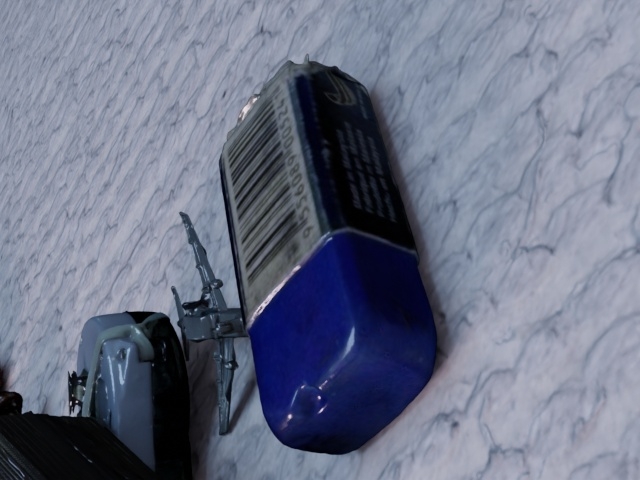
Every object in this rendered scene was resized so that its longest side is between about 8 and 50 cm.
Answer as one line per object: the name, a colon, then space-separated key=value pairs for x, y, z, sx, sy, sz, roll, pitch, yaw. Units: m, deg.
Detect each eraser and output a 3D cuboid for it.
eraser: x=0.000 y=0.000 z=0.894 sx=0.155 sy=0.102 sz=0.332 roll=-49 pitch=39 yaw=34

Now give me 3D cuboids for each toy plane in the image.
toy plane: x=-0.100 y=0.079 z=1.014 sx=0.226 sy=0.058 sz=0.226 roll=172 pitch=87 yaw=-72

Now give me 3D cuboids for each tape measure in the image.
tape measure: x=-0.201 y=0.164 z=1.109 sx=0.181 sy=0.107 sz=0.182 roll=-8 pitch=86 yaw=63

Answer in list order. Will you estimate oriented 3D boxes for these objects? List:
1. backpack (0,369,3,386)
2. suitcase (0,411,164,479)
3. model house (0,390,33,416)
backpack: x=-0.607 y=0.284 z=1.722 sx=0.229 sy=0.139 sz=0.229 roll=-16 pitch=63 yaw=35
suitcase: x=-0.198 y=0.318 z=0.911 sx=0.335 sy=0.152 sz=0.229 roll=30 pitch=102 yaw=37
model house: x=-0.449 y=0.341 z=1.469 sx=0.164 sy=0.141 sz=0.203 roll=43 pitch=136 yaw=34
